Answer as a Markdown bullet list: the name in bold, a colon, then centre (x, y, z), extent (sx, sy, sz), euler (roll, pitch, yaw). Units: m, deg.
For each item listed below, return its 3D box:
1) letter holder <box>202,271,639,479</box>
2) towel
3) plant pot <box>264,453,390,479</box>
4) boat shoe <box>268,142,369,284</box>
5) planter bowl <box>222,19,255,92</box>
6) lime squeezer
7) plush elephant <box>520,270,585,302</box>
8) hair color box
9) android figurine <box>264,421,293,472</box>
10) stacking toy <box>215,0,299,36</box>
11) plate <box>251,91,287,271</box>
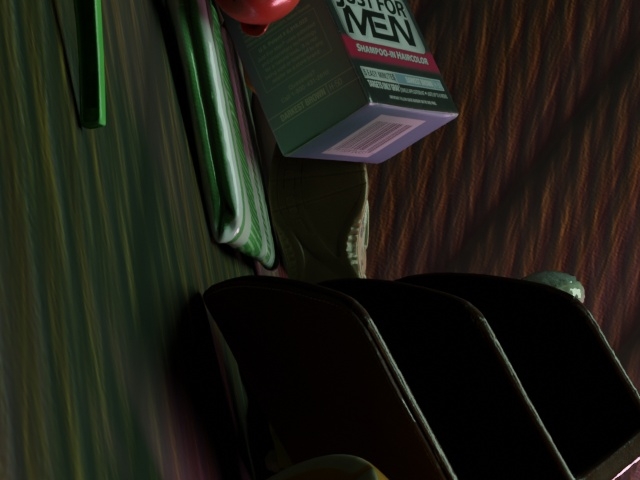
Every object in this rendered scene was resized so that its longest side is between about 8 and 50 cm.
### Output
- **letter holder**: centre (0.060, 0.082, 1.137), extent (0.214, 0.152, 0.302), euler (60, -20, -11)
- **towel**: centre (-0.090, -0.098, 1.524), extent (0.325, 0.038, 0.247), euler (55, 23, -84)
- **plant pot**: centre (0.024, 0.237, 0.931), extent (0.188, 0.205, 0.205), euler (58, 10, -22)
- **boat shoe**: centre (0.000, 0.000, 1.657), extent (0.089, 0.105, 0.285), euler (95, -7, -80)
- **planter bowl**: centre (-0.052, -0.223, 1.844), extent (0.217, 0.090, 0.217), euler (46, 17, -19)
- **lime squeezer**: centre (-0.152, -0.225, 0.904), extent (0.110, 0.059, 0.310), euler (-96, 172, -66)
- **plush elephant**: centre (0.161, 0.227, 1.517), extent (0.255, 0.272, 0.330), euler (-129, -146, -69)
- **hair color box**: centre (-0.019, -0.268, 1.585), extent (0.185, 0.114, 0.374), euler (0, 63, -59)
- **android figurine**: centre (-0.015, 0.192, 1.404), extent (0.273, 0.056, 0.248), euler (-98, 174, -71)
- **stacking toy**: centre (-0.124, -0.327, 1.339), extent (0.279, 0.130, 0.309), euler (0, 57, -60)
- **plate**: centre (-0.038, -0.054, 2.018), extent (0.277, 0.045, 0.278), euler (62, 15, -78)
